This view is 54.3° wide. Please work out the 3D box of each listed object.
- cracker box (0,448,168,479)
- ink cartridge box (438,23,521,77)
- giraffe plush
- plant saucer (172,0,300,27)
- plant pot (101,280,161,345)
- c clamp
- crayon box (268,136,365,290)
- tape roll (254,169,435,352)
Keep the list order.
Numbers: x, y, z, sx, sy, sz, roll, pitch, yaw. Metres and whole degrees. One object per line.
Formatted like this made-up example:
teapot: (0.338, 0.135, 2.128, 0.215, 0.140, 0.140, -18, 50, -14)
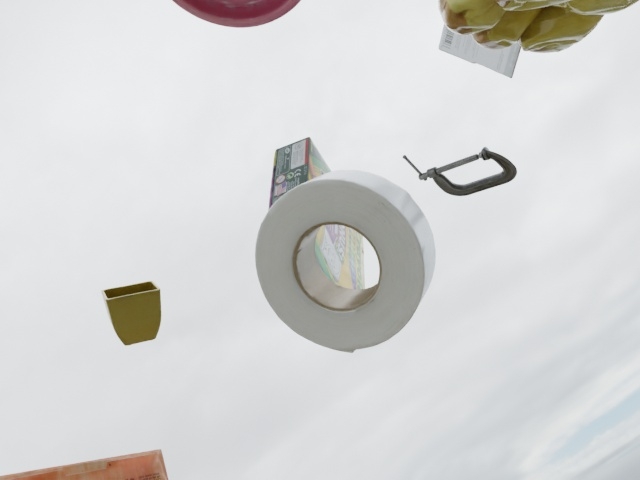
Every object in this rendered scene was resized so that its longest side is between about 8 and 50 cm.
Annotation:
cracker box: (-0.262, 0.266, 0.557, 0.232, 0.067, 0.155, -36, -28, 31)
ink cartridge box: (0.379, -0.516, 1.338, 0.060, 0.239, 0.275, -12, -54, -32)
giraffe plush: (0.218, -0.284, 0.560, 0.181, 0.170, 0.210, 1, -4, -44)
plant saucer: (-0.170, -0.566, 1.184, 0.332, 0.084, 0.332, 1, -35, 0)
plant pot: (-0.292, 0.116, 0.977, 0.081, 0.083, 0.081, -10, 10, -23)
c clamp: (0.241, -0.118, 1.052, 0.160, 0.022, 0.137, -13, -40, 36)
crayon box: (0.000, 0.000, 1.441, 0.106, 0.363, 0.313, -17, -43, 21)
tape roll: (0.040, 0.032, 1.017, 0.286, 0.286, 0.100, -47, -4, 25)
